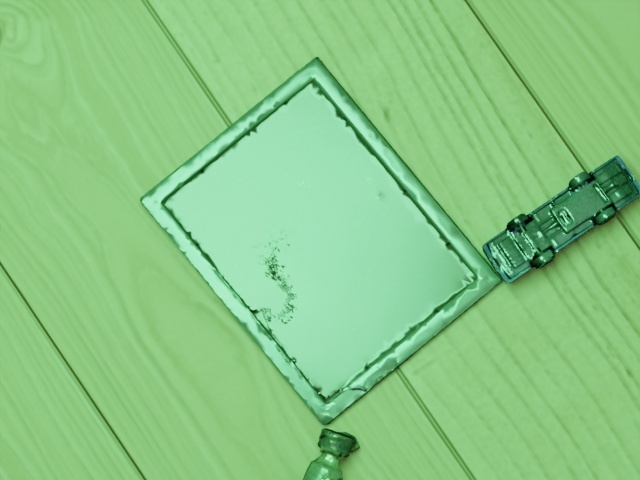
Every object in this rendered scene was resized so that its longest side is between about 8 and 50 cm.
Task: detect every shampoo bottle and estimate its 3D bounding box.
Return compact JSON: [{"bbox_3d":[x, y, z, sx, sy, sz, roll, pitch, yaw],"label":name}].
[{"bbox_3d":[-0.017,0.269,1.621,0.057,0.063,0.208,21,88,12],"label":"shampoo bottle"}]

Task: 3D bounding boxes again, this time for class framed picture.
[{"bbox_3d":[0.000,0.000,1.662,0.216,0.016,0.273,-38,87,-3],"label":"framed picture"}]

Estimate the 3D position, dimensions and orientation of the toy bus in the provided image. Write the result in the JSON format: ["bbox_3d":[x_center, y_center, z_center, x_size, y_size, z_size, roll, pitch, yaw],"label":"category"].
[{"bbox_3d":[0.218,-0.017,1.639,0.153,0.061,0.051,-34,84,-4],"label":"toy bus"}]
